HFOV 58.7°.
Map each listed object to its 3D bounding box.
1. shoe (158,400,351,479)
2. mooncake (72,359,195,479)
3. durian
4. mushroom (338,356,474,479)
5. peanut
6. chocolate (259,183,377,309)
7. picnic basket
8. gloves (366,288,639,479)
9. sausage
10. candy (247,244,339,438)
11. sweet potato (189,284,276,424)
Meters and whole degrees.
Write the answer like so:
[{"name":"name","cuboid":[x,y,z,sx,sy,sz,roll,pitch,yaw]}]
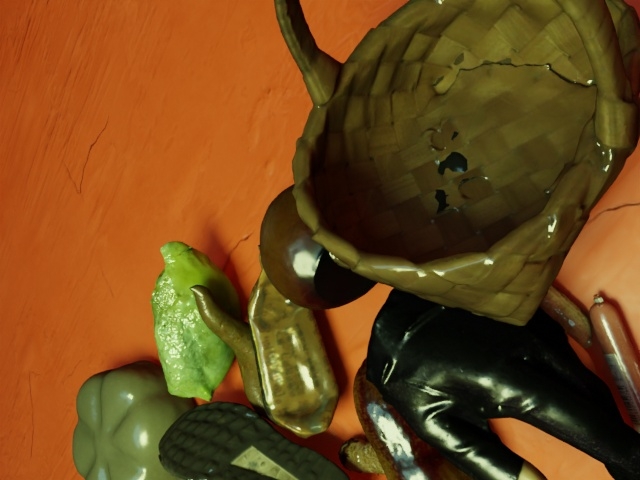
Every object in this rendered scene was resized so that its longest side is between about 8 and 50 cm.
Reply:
[{"name":"shoe","cuboid":[-0.079,0.352,0.812,0.336,0.132,0.171,12,138,36]},{"name":"mooncake","cuboid":[-0.330,0.345,0.997,0.275,0.135,0.275,0,90,37]},{"name":"durian","cuboid":[-0.185,0.122,0.864,0.101,0.139,0.250,9,100,30]},{"name":"mushroom","cuboid":[0.097,0.263,0.693,0.217,0.148,0.227,-55,52,47]},{"name":"peanut","cuboid":[0.253,0.078,0.596,0.037,0.037,0.083,-46,68,30]},{"name":"chocolate","cuboid":[0.000,0.000,0.707,0.176,0.177,0.177,4,96,36]},{"name":"picnic basket","cuboid":[0.102,-0.129,0.469,0.293,0.337,0.337,17,104,34]},{"name":"gloves","cuboid":[0.184,0.149,0.553,0.301,0.197,0.152,31,149,13]},{"name":"sausage","cuboid":[0.315,0.159,0.561,0.029,0.029,0.223,-26,79,35]},{"name":"candy","cuboid":[-0.047,0.133,0.778,0.143,0.101,0.271,123,132,-75]},{"name":"sweet potato","cuboid":[-0.110,0.158,0.836,0.059,0.069,0.249,7,126,57]}]
